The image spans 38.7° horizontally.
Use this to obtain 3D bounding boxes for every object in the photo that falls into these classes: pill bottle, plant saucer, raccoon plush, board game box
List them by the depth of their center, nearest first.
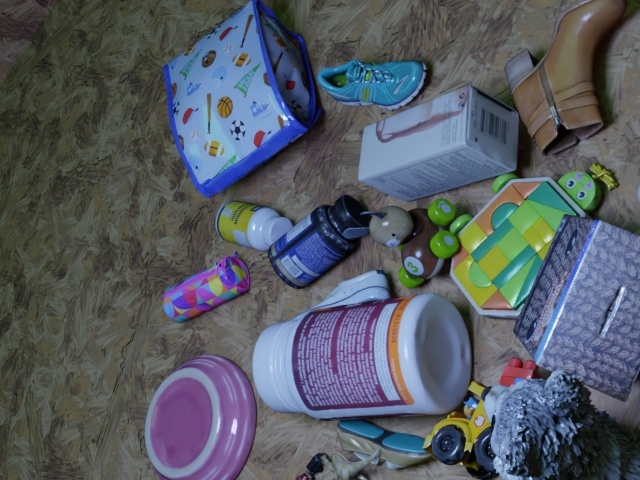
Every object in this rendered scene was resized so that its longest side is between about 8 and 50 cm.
[{"bbox_3d":[0.433,0.327,1.287,0.446,0.299,0.216,16,71,16],"label":"raccoon plush"},{"bbox_3d":[0.430,0.093,1.446,0.141,0.291,0.232,23,95,3],"label":"board game box"},{"bbox_3d":[0.073,0.233,1.770,0.392,0.224,0.224,-11,67,37],"label":"pill bottle"},{"bbox_3d":[0.000,0.000,1.987,0.219,0.122,0.123,-38,53,24],"label":"pill bottle"},{"bbox_3d":[-0.294,0.424,2.109,0.332,0.084,0.332,-15,65,35],"label":"plant saucer"},{"bbox_3d":[-0.153,-0.032,2.143,0.184,0.103,0.103,13,83,42],"label":"pill bottle"}]

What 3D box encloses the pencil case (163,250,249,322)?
[{"bbox_3d":[-0.278,0.115,2.201,0.236,0.104,0.104,-30,57,30],"label":"pencil case"}]

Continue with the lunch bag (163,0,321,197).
[{"bbox_3d":[-0.183,-0.321,2.191,0.327,0.239,0.385,-33,48,25],"label":"lunch bag"}]

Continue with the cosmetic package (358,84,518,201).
[{"bbox_3d":[0.229,-0.184,1.803,0.296,0.153,0.129,-15,62,48],"label":"cosmetic package"}]

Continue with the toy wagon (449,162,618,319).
[{"bbox_3d":[0.395,-0.015,1.690,0.344,0.068,0.267,-47,50,17],"label":"toy wagon"}]

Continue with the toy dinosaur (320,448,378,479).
[{"bbox_3d":[0.055,0.454,1.785,0.183,0.053,0.093,-19,98,52],"label":"toy dinosaur"}]

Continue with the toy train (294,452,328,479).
[{"bbox_3d":[-0.038,0.503,1.890,0.158,0.036,0.027,-56,48,10],"label":"toy train"}]

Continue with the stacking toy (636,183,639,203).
[{"bbox_3d":[0.616,-0.211,1.547,0.141,0.141,0.330,-8,62,39],"label":"stacking toy"}]

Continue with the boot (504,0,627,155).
[{"bbox_3d":[0.479,-0.309,1.696,0.283,0.109,0.220,-34,54,30],"label":"boot"}]

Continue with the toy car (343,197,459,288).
[{"bbox_3d":[0.147,-0.009,1.781,0.155,0.188,0.149,130,147,-49],"label":"toy car"}]

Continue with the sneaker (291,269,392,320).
[{"bbox_3d":[0.045,0.140,1.933,0.258,0.094,0.091,-24,39,30],"label":"sneaker"}]

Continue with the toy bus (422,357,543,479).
[{"bbox_3d":[0.311,0.310,1.594,0.220,0.149,0.211,-2,66,42],"label":"toy bus"}]

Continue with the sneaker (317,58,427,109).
[{"bbox_3d":[0.111,-0.354,2.031,0.275,0.110,0.107,0,74,40],"label":"sneaker"}]

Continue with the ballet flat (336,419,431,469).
[{"bbox_3d":[0.128,0.404,1.775,0.232,0.080,0.073,10,109,45],"label":"ballet flat"}]
